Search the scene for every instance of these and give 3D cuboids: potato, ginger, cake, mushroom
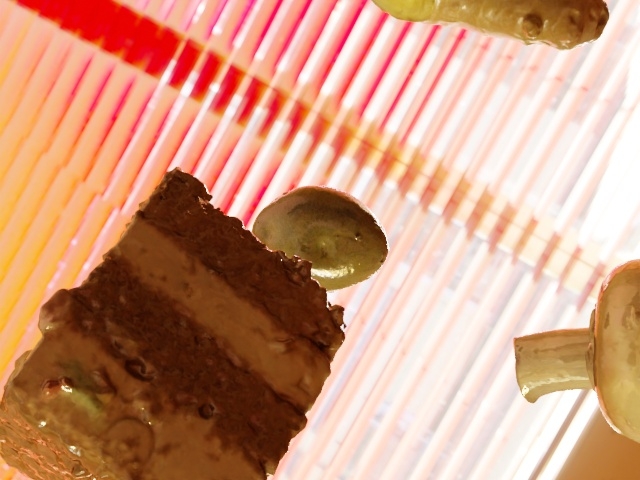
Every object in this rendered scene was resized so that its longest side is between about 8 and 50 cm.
[{"bbox_3d":[0.000,0.000,1.721,0.178,0.235,0.160,83,-154,-52],"label":"potato"},{"bbox_3d":[0.209,-0.341,1.380,0.126,0.354,0.190,100,-176,-45],"label":"ginger"},{"bbox_3d":[-0.157,0.138,1.022,0.290,0.255,0.282,-52,3,-31],"label":"cake"},{"bbox_3d":[0.470,0.191,1.646,0.314,0.336,0.314,35,-131,-54],"label":"mushroom"}]
